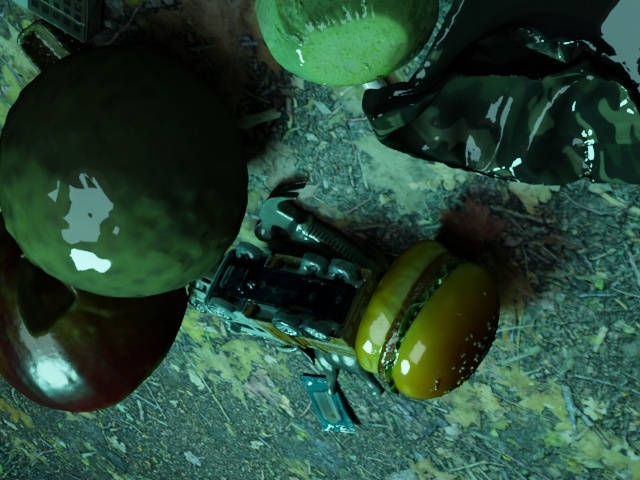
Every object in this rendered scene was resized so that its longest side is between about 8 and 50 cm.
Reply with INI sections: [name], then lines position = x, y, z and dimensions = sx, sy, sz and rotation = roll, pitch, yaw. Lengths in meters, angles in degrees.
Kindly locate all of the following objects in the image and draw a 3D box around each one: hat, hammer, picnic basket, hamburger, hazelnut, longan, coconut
[hat]
position = 0.256, -0.232, 1.102
dimensions = 0.366, 0.257, 0.382
rotation = 15, 105, -12
[hammer]
position = 0.000, 0.000, 1.595
dimensions = 0.226, 0.041, 0.159
rotation = 36, 144, 3
[picnic basket]
position = -0.413, -0.287, 1.614
dimensions = 0.110, 0.055, 0.193
rotation = -18, 116, 45
[hamburger]
position = 0.172, 0.128, 1.432
dimensions = 0.170, 0.246, 0.246
rotation = 29, 142, 25
[hazelnut]
position = -0.432, 0.101, 1.763
dimensions = 0.402, 0.402, 0.429
rotation = 53, 179, -19
[longan]
position = -0.292, -0.103, 1.466
dimensions = 0.391, 0.391, 0.391
rotation = 21, 139, 20
[coconut]
position = 0.034, -0.299, 1.142
dimensions = 0.204, 0.236, 0.236
rotation = 13, 149, -24

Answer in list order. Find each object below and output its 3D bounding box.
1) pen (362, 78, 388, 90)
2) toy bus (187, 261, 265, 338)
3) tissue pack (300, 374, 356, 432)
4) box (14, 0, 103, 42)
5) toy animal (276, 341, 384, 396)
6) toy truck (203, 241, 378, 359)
[pen]
position = 0.028, -0.272, 1.304
dimensions = 0.033, 0.033, 0.269
rotation = -17, 117, 46
[toy bus]
position = -0.156, 0.102, 1.788
dimensions = 0.193, 0.087, 0.089
rotation = 22, 133, 21
[tissue pack]
position = 0.016, 0.324, 1.924
dimensions = 0.085, 0.028, 0.138
rotation = -2, 122, 35
[box]
position = -0.403, -0.464, 1.432
dimensions = 0.180, 0.047, 0.325
rotation = 31, 142, 9
[toy animal]
position = 0.018, 0.211, 1.767
dimensions = 0.269, 0.082, 0.137
rotation = 4, 128, 41
[toy truck]
position = -0.034, 0.108, 1.600
dimensions = 0.305, 0.136, 0.162
rotation = 9, 154, 38
